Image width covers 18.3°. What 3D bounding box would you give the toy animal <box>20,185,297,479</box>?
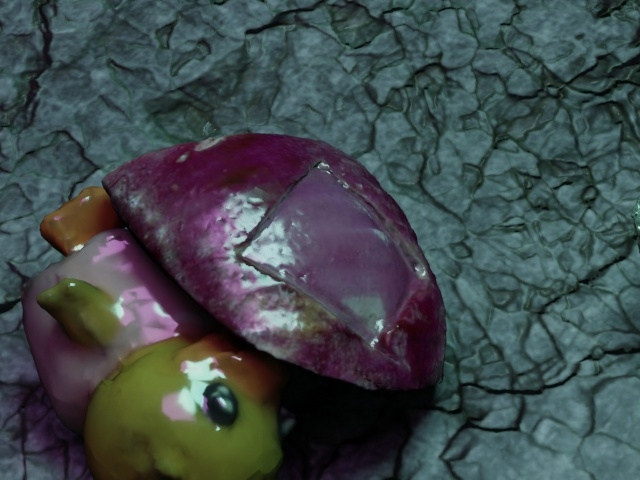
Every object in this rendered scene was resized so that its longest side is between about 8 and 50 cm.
[{"bbox_3d":[-0.116,0.101,1.434,0.169,0.195,0.281,-53,48,16],"label":"toy animal"}]

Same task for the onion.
[{"bbox_3d":[0.000,0.000,1.443,0.247,0.250,0.111,44,111,35],"label":"onion"}]

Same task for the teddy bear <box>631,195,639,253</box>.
[{"bbox_3d":[0.287,0.043,1.454,0.213,0.111,0.133,50,27,9],"label":"teddy bear"}]
